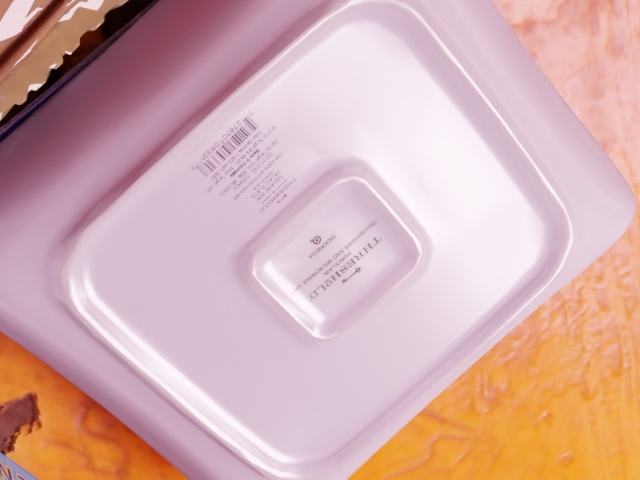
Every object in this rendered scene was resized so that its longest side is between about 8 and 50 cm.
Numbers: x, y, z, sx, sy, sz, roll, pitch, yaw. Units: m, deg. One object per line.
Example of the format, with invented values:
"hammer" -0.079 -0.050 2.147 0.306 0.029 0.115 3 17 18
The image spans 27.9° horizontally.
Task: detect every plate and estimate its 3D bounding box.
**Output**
"plate" 0.000 0.000 0.613 0.277 0.045 0.278 -41 125 3

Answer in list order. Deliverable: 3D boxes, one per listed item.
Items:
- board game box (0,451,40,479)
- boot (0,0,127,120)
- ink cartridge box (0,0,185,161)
"board game box" -0.180 0.171 0.527 0.086 0.302 0.308 -42 123 2
"boot" -0.175 -0.185 0.480 0.236 0.089 0.269 -44 124 -10
"ink cartridge box" -0.027 -0.037 0.636 0.223 0.045 0.224 -39 125 1
